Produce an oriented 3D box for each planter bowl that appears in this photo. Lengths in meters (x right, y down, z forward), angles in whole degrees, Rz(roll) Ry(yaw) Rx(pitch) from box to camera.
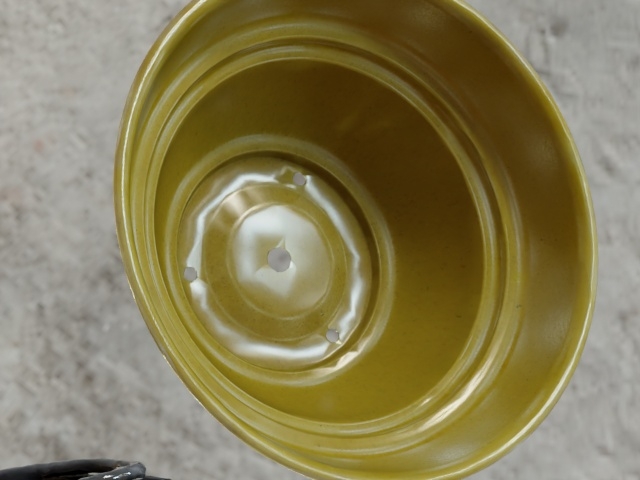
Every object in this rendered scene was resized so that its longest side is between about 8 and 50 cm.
[{"bbox_3d":[0.000,0.000,0.747,0.217,0.217,0.090,49,149,-9],"label":"planter bowl"}]

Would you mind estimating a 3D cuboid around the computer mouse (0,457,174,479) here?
[{"bbox_3d":[-0.141,0.125,0.442,0.188,0.272,0.072,-8,116,14],"label":"computer mouse"}]
